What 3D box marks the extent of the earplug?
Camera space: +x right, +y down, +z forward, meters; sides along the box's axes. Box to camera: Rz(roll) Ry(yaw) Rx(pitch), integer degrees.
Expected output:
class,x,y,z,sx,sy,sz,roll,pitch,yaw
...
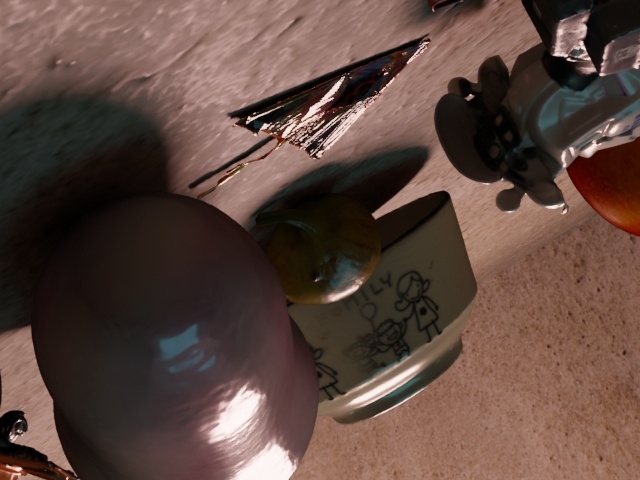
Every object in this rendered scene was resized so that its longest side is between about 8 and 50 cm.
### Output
class,x,y,z,sx,sy,sz,roll,pitch,yaw
earplug,-0.086,0.057,0.729,0.172,0.172,0.301,-30,165,-9

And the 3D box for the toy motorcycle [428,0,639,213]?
class,x,y,z,sx,sy,sz,roll,pitch,yaw
toy motorcycle,0.135,-0.092,0.709,0.150,0.102,0.221,-18,157,-3

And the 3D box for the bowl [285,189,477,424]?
class,x,y,z,sx,sy,sz,roll,pitch,yaw
bowl,0.036,0.067,1.120,0.238,0.126,0.238,-32,-174,4

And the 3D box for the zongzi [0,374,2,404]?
class,x,y,z,sx,sy,sz,roll,pitch,yaw
zongzi,-0.228,0.082,0.455,0.242,0.112,0.221,-31,169,-8

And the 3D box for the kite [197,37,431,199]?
class,x,y,z,sx,sy,sz,roll,pitch,yaw
kite,-0.004,-0.066,0.754,0.159,0.010,0.190,-33,171,11

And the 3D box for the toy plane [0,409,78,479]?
class,x,y,z,sx,sy,sz,roll,pitch,yaw
toy plane,-0.226,0.112,0.804,0.188,0.135,0.062,63,41,-52

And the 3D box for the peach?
class,x,y,z,sx,sy,sz,roll,pitch,yaw
peach,0.297,-0.082,1.112,0.190,0.190,0.192,-33,146,11

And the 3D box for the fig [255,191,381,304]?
class,x,y,z,sx,sy,sz,roll,pitch,yaw
fig,0.000,0.000,0.957,0.084,0.082,0.098,2,158,10
